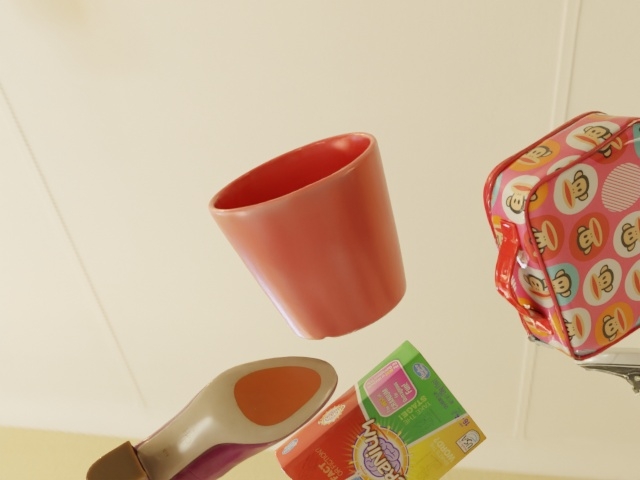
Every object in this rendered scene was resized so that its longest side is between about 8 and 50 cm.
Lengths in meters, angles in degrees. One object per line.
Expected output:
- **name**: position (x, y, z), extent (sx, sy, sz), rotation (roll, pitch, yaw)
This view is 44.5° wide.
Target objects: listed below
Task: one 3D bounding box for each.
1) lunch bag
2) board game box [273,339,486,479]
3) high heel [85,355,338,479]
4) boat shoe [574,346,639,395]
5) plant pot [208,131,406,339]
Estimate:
- **lunch bag**: position (0.333, 0.006, 1.009), extent (0.258, 0.120, 0.293), rotation (-31, -63, -15)
- **board game box**: position (0.113, 0.373, 1.428), extent (0.316, 0.064, 0.242), rotation (-40, -68, -3)
- **high heel**: position (-0.148, 0.286, 1.147), extent (0.377, 0.127, 0.181), rotation (-21, -26, -9)
- **boat shoe**: position (0.496, 0.202, 1.185), extent (0.219, 0.070, 0.078), rotation (1, -1, 30)
- **plant pot**: position (0.000, 0.000, 1.190), extent (0.275, 0.275, 0.243), rotation (-14, -70, 26)
